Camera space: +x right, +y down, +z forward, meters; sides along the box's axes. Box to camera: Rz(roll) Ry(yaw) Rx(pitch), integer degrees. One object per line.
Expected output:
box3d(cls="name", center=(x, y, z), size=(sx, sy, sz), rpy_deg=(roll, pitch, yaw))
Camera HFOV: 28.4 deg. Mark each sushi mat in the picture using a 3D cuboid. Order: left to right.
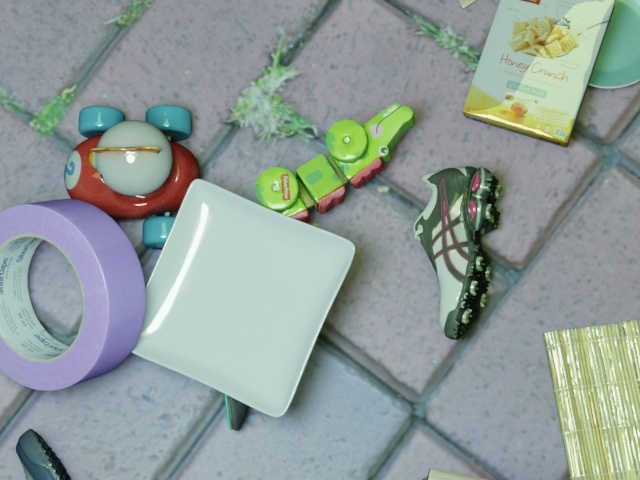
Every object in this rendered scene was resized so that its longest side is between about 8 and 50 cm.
box3d(cls="sushi mat", center=(0.434, 0.280, 1.882), size=(0.151, 0.019, 0.316), rpy_deg=(-9, 78, 0))

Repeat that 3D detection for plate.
box3d(cls="plate", center=(-0.118, 0.084, 1.862), size=(0.278, 0.045, 0.277), rpy_deg=(22, 85, 16))
box3d(cls="plate", center=(0.455, -0.327, 2.005), size=(0.188, 0.024, 0.188), rpy_deg=(-1, 78, 4))

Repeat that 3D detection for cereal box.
box3d(cls="cereal box", center=(0.340, -0.283, 1.971), size=(0.173, 0.047, 0.240), rpy_deg=(18, 87, 13))

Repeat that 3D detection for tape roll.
box3d(cls="tape roll", center=(-0.392, 0.078, 1.864), size=(0.275, 0.090, 0.275), rpy_deg=(5, 101, 29))

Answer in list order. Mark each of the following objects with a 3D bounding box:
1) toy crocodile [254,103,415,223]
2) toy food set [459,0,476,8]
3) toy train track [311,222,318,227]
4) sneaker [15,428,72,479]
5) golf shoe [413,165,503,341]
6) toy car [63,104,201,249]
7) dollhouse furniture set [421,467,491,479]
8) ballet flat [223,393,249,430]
box3d(cls="toy crocodile", center=(0.007, -0.092, 1.934), size=(0.340, 0.115, 0.105), rpy_deg=(-35, 80, -2))
box3d(cls="toy food set", center=(0.230, -0.499, 2.029), size=(0.128, 0.071, 0.218), rpy_deg=(-27, 78, -3))
box3d(cls="toy train track", center=(0.000, 0.000, 1.966), size=(0.083, 0.014, 0.048), rpy_deg=(21, 80, 7))
box3d(cls="sneaker", center=(-0.395, 0.436, 1.846), size=(0.131, 0.112, 0.319), rpy_deg=(-27, 77, -6))
box3d(cls="golf shoe", center=(0.200, 0.019, 1.921), size=(0.120, 0.105, 0.273), rpy_deg=(4, 72, 20))
box3d(cls="toy car", center=(-0.296, -0.115, 1.891), size=(0.210, 0.238, 0.219), rpy_deg=(0, 78, 3))
box3d(cls="dollhouse furniture set", center=(0.177, 0.518, 1.645), size=(0.362, 0.256, 0.394), rpy_deg=(12, 74, 1))
box3d(cls="ballet flat", center=(-0.126, 0.182, 1.908), size=(0.074, 0.074, 0.203), rpy_deg=(-14, 76, 0))
